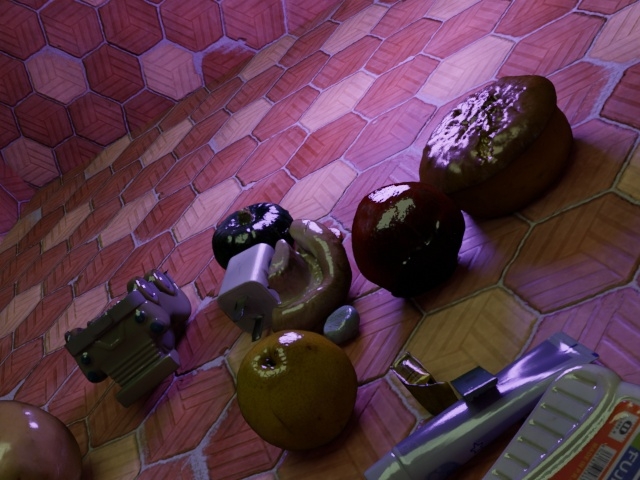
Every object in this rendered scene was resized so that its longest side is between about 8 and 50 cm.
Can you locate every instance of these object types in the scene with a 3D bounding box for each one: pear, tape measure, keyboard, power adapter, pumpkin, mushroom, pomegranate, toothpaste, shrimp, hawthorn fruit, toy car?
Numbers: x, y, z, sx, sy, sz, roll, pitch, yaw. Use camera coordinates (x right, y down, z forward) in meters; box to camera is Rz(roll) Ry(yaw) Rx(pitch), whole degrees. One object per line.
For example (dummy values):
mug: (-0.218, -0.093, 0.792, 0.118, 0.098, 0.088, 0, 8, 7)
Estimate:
pear: (-0.044, 0.249, 1.506, 0.209, 0.209, 0.209, -31, 28, 18)
tape measure: (0.326, 0.291, 1.044, 0.258, 0.130, 0.265, -50, 33, -13)
keyboard: (0.228, 0.212, 1.318, 0.055, 0.014, 0.176, -32, -3, 0)
power adapter: (-0.143, 0.127, 1.902, 0.125, 0.130, 0.205, -27, 31, 25)
pumpkin: (-0.161, -0.008, 2.105, 0.212, 0.152, 0.211, -26, 32, 18)
mushroom: (-0.009, 0.069, 1.811, 0.151, 0.156, 0.285, -10, 50, 27)
pomegranate: (-0.666, 0.481, 1.842, 0.333, 0.332, 0.332, -31, 28, 18)
toothpaste: (0.230, 0.256, 1.281, 0.371, 0.080, 0.125, -38, 15, -3)
shrimp: (0.000, 0.000, 2.026, 0.091, 0.025, 0.127, -45, 29, -7)
hawthorn fruit: (0.156, -0.011, 1.657, 0.215, 0.215, 0.250, -43, 17, -6)
toy car: (-0.422, 0.224, 2.071, 0.242, 0.226, 0.336, -39, 0, 4)

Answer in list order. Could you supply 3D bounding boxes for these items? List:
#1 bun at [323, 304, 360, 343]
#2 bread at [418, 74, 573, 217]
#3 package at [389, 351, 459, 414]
bun: (0.044, 0.163, 1.695, 0.083, 0.045, 0.083, -30, 25, 16)
bread: (0.340, -0.180, 1.708, 0.312, 0.172, 0.312, -36, 25, 20)
package: (0.167, 0.234, 1.398, 0.047, 0.071, 0.131, -38, 28, -7)
